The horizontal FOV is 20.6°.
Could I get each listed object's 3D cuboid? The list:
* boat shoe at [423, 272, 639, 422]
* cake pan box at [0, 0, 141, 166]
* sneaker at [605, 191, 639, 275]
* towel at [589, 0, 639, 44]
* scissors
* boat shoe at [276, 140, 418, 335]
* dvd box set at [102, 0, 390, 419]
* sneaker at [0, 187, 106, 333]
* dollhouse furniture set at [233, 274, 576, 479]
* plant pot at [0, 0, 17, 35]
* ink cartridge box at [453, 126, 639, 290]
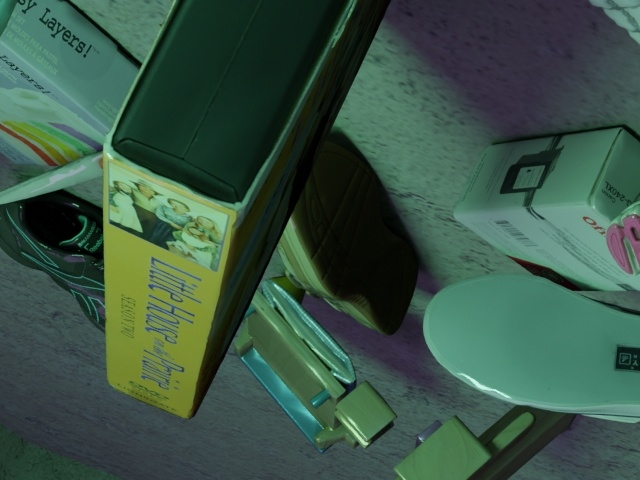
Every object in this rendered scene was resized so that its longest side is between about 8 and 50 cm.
[{"bbox_3d":[0.200,0.089,1.229,0.258,0.095,0.084,14,166,13],"label":"boat shoe"},{"bbox_3d":[-0.272,-0.157,1.467,0.246,0.070,0.267,4,151,48],"label":"cake pan box"},{"bbox_3d":[0.248,-0.036,1.053,0.063,0.075,0.170,50,135,-11],"label":"sneaker"},{"bbox_3d":[0.237,-0.121,0.728,0.284,0.121,0.235,34,163,-24],"label":"towel"},{"bbox_3d":[-0.149,-0.063,1.414,0.109,0.021,0.297,33,135,-28],"label":"scissors"},{"bbox_3d":[0.000,0.000,1.441,0.089,0.104,0.285,16,160,25],"label":"boat shoe"},{"bbox_3d":[-0.015,-0.093,0.864,0.062,0.307,0.420,25,162,1],"label":"dvd box set"},{"bbox_3d":[-0.235,0.030,1.888,0.267,0.101,0.106,31,160,-12],"label":"sneaker"},{"bbox_3d":[0.067,0.096,1.611,0.303,0.198,0.286,48,167,14],"label":"dollhouse furniture set"},{"bbox_3d":[-0.398,-0.232,1.037,0.334,0.341,0.341,21,162,41],"label":"plant pot"},{"bbox_3d":[0.181,-0.017,1.189,0.109,0.063,0.150,35,161,-25],"label":"ink cartridge box"}]
